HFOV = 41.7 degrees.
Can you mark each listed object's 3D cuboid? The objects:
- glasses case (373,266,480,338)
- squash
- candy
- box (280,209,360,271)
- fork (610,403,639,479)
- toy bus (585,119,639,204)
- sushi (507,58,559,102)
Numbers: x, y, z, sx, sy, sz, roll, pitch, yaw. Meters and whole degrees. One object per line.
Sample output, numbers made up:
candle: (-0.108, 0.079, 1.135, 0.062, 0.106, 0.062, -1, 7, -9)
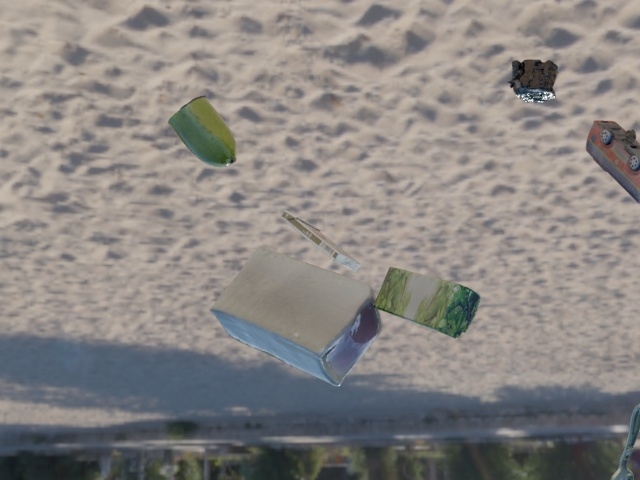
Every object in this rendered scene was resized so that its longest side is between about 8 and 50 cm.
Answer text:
glasses case: (0.197, 0.115, 1.598, 0.062, 0.095, 0.272, 24, 176, -21)
squash: (-0.275, -0.258, 2.072, 0.123, 0.187, 0.123, -40, 178, -2)
candy: (-0.054, 0.164, 1.881, 0.358, 0.208, 0.145, 17, 147, 37)
box: (0.000, 0.000, 1.986, 0.198, 0.029, 0.109, 39, -174, 34)
fork: (0.432, 0.292, 1.169, 0.034, 0.028, 0.219, -2, 132, -3)
toy bus: (0.549, -0.142, 1.506, 0.065, 0.192, 0.077, -1, 129, -23)
sushi: (0.498, -0.370, 1.950, 0.094, 0.084, 0.098, 1, 167, 41)
